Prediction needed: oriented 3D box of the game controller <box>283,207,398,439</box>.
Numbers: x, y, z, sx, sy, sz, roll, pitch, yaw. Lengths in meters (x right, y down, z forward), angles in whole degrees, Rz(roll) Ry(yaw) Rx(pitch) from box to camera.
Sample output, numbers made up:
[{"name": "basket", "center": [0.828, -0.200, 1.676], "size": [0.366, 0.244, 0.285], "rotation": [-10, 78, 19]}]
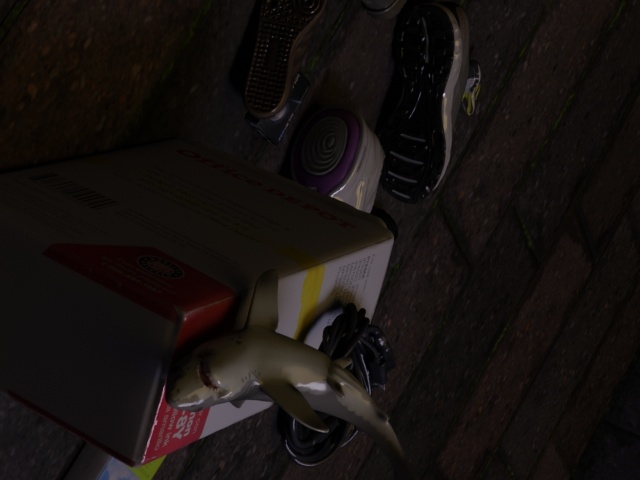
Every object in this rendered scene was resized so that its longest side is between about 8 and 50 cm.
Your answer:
[{"name": "game controller", "center": [0.026, 0.115, 2.405], "size": [0.166, 0.067, 0.319], "rotation": [-42, 148, -67]}]

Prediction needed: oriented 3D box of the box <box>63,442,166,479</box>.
[{"name": "box", "center": [-0.224, 0.250, 2.036], "size": [0.178, 0.042, 0.109], "rotation": [-58, 153, -16]}]

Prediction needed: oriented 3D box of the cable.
[{"name": "cable", "center": [0.010, 0.139, 1.766], "size": [0.150, 0.047, 0.184], "rotation": [-50, 157, -14]}]

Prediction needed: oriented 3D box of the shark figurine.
[{"name": "shark figurine", "center": [-0.022, 0.143, 1.596], "size": [0.116, 0.278, 0.166], "rotation": [-35, -147, 41]}]

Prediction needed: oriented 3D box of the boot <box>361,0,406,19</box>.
[{"name": "boot", "center": [0.062, -0.363, 2.057], "size": [0.208, 0.076, 0.190], "rotation": [45, 63, -53]}]

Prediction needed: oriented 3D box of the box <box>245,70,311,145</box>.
[{"name": "box", "center": [-0.047, -0.156, 2.065], "size": [0.083, 0.018, 0.067], "rotation": [-62, 155, -9]}]

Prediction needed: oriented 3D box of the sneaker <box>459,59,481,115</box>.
[{"name": "sneaker", "center": [0.201, -0.210, 2.490], "size": [0.035, 0.031, 0.083], "rotation": [-57, 161, -50]}]

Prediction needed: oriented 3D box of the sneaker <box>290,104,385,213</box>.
[{"name": "sneaker", "center": [0.000, 0.000, 2.174], "size": [0.305, 0.114, 0.152], "rotation": [-65, 153, -3]}]

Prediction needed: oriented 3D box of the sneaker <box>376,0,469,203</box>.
[{"name": "sneaker", "center": [0.140, -0.172, 2.324], "size": [0.108, 0.100, 0.272], "rotation": [-32, 138, -57]}]

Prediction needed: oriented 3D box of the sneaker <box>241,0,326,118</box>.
[{"name": "sneaker", "center": [-0.041, -0.222, 1.993], "size": [0.071, 0.066, 0.188], "rotation": [74, 39, -89]}]

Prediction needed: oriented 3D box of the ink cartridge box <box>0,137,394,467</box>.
[{"name": "ink cartridge box", "center": [-0.146, 0.041, 1.736], "size": [0.384, 0.279, 0.160], "rotation": [-18, 128, -57]}]
